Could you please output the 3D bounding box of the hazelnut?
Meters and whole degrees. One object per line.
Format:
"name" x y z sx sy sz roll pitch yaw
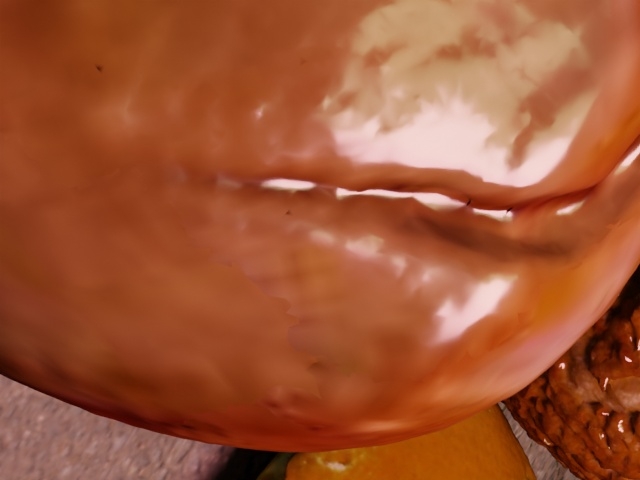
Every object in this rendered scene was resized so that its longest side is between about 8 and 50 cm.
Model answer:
"hazelnut" -0.028 -0.103 0.572 0.372 0.315 0.372 1 90 -71

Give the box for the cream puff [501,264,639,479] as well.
"cream puff" 0.238 0.033 1.022 0.303 0.303 0.212 -56 142 -2

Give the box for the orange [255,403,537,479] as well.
"orange" 0.043 0.228 1.065 0.262 0.196 0.335 -41 138 -47
